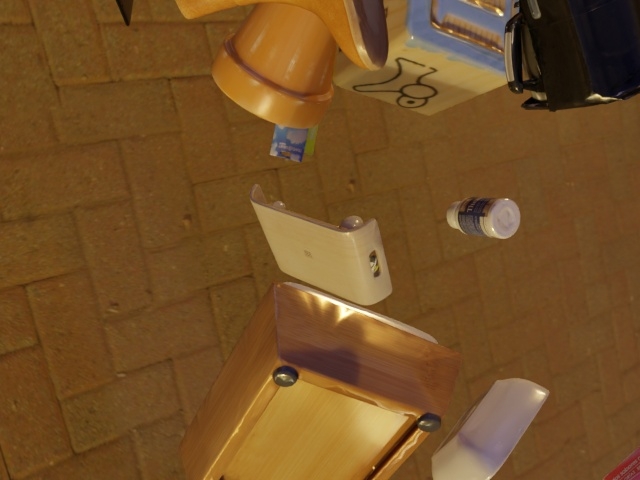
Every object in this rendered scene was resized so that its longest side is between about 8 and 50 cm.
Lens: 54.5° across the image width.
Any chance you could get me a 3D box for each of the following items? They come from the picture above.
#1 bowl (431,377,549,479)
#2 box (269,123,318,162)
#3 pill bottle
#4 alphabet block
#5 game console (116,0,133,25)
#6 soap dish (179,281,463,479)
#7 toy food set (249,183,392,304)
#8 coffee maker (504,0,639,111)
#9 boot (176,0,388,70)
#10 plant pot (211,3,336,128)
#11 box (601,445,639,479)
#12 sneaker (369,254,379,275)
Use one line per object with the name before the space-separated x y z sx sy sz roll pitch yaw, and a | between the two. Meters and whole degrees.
bowl | 0.182 0.219 0.700 0.053 0.142 0.142 40 57 15
box | -0.056 -0.282 1.489 0.042 0.109 0.178 -1 106 -53
pill bottle | 0.271 -0.040 1.049 0.067 0.120 0.067 -3 96 -28
alphabet block | 0.150 -0.308 0.871 0.193 0.197 0.193 13 80 -27
game console | -0.341 -0.423 0.985 0.107 0.122 0.071 31 70 12
soap dish | -0.010 0.203 0.703 0.229 0.290 0.118 23 31 -14
toy food set | 0.000 0.000 1.321 0.092 0.306 0.219 -49 141 -29
coffee maker | 0.249 -0.223 0.571 0.120 0.171 0.178 -38 114 -39
boot | -0.060 -0.281 0.671 0.104 0.211 0.294 -3 74 -64
plant pot | -0.048 -0.319 1.016 0.205 0.187 0.205 22 34 -16
box | 0.468 0.231 0.626 0.154 0.142 0.299 30 111 -14
sneaker | 0.168 0.078 1.962 0.035 0.031 0.083 -21 137 -36
